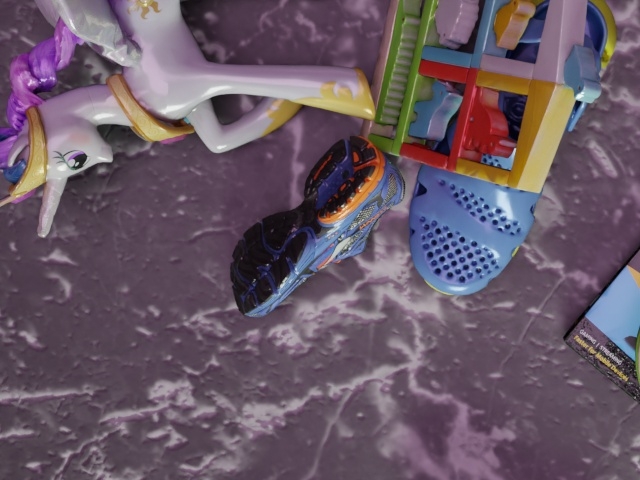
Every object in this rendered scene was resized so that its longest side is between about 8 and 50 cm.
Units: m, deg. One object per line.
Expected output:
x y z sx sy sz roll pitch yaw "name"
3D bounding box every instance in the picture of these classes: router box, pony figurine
0.340 0.100 1.761 0.179 0.046 0.133 39 96 3 "router box"
-0.168 -0.211 1.712 0.363 0.303 0.351 -17 100 -8 "pony figurine"

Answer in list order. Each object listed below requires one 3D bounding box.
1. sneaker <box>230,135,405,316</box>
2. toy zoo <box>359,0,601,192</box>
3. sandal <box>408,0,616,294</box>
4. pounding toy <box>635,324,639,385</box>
0.000 0.000 1.776 0.221 0.087 0.083 -43 49 22 "sneaker"
0.146 -0.153 1.670 0.030 0.293 0.192 9 96 -34 "toy zoo"
0.172 -0.095 1.725 0.126 0.138 0.317 23 97 2 "sandal"
0.394 0.077 1.680 0.237 0.110 0.183 -28 102 8 "pounding toy"
